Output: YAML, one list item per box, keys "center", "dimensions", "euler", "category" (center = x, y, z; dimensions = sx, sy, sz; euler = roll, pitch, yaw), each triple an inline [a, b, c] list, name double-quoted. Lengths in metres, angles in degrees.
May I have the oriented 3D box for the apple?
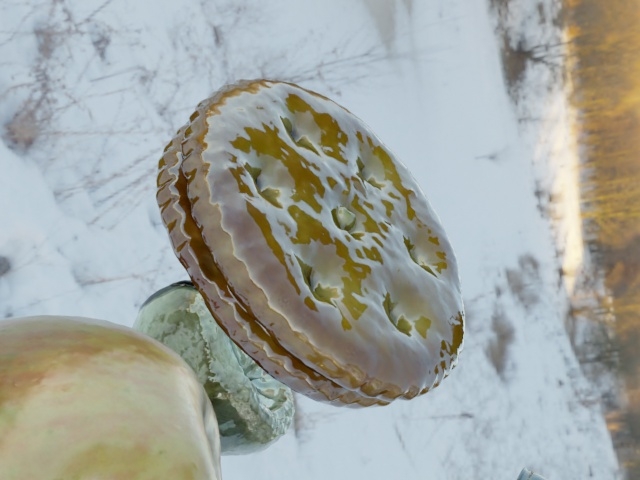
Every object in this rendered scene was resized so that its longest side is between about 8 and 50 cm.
- center: [-0.254, 0.255, 0.769]
  dimensions: [0.391, 0.347, 0.391]
  euler: [164, -90, -88]
  category: "apple"

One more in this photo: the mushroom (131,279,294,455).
- center: [-0.156, 0.201, 1.162]
  dimensions: [0.164, 0.190, 0.267]
  euler: [-100, 170, -54]
  category: "mushroom"

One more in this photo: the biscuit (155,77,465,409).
- center: [0.000, 0.000, 0.502]
  dimensions: [0.220, 0.066, 0.220]
  euler: [32, 37, -28]
  category: "biscuit"

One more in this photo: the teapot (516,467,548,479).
- center: [0.256, 0.334, 0.978]
  dimensions: [0.092, 0.091, 0.124]
  euler: [-49, 151, -37]
  category: "teapot"
